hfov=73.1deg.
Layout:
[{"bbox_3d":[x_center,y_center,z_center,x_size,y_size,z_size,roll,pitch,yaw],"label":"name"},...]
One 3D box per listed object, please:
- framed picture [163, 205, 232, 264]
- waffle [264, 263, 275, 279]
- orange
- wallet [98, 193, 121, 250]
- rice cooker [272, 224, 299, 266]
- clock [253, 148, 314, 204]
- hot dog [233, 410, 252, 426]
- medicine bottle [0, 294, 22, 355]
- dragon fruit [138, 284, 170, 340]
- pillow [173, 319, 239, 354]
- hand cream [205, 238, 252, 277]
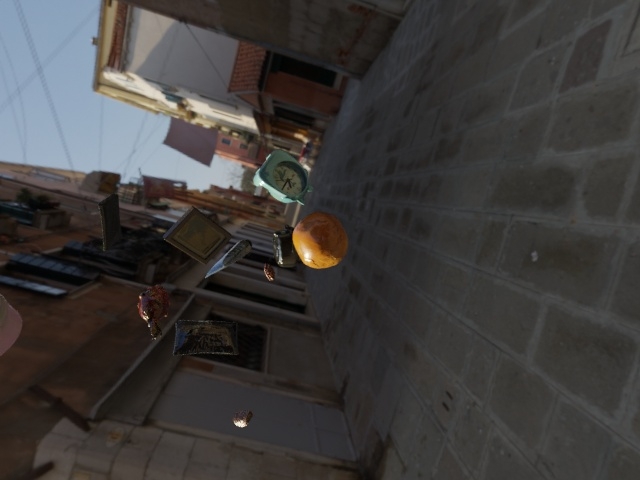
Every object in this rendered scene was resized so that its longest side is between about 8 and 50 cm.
[{"bbox_3d":[-0.370,-0.012,1.317,0.128,0.168,0.023,-46,44,1],"label":"framed picture"},{"bbox_3d":[-0.244,0.151,2.065,0.075,0.029,0.083,-97,-18,-49],"label":"waffle"},{"bbox_3d":[0.000,0.000,1.779,0.240,0.240,0.240,-165,90,-83],"label":"orange"},{"bbox_3d":[-1.065,-0.093,2.192,0.146,0.030,0.285,-67,-9,-58],"label":"wallet"},{"bbox_3d":[-0.158,0.029,2.013,0.142,0.118,0.203,-137,44,-60],"label":"rice cooker"},{"bbox_3d":[-0.166,-0.285,2.070,0.094,0.274,0.224,-30,24,56],"label":"clock"},{"bbox_3d":[-0.276,0.635,1.548,0.083,0.035,0.058,-17,32,37],"label":"hot dog"},{"bbox_3d":[-0.999,0.183,1.174,0.316,0.202,0.202,86,-169,-50],"label":"medicine bottle"},{"bbox_3d":[-0.687,0.299,1.786,0.125,0.125,0.246,-37,52,23],"label":"dragon fruit"},{"bbox_3d":[-0.380,0.324,1.448,0.141,0.208,0.055,-105,28,-47],"label":"pillow"},{"bbox_3d":[-0.331,0.061,1.613,0.091,0.058,0.271,-27,10,26],"label":"hand cream"}]
